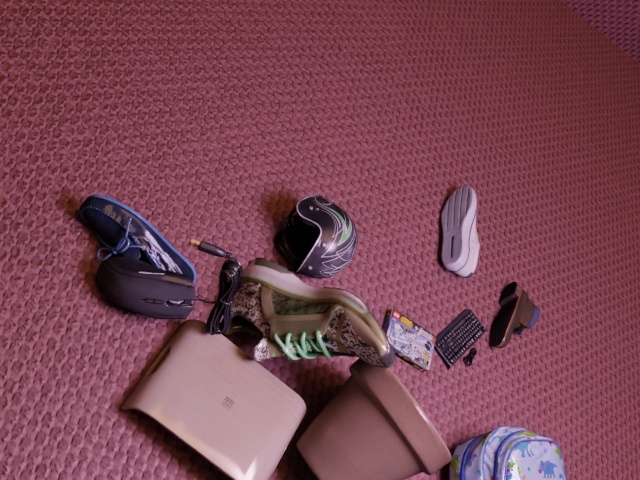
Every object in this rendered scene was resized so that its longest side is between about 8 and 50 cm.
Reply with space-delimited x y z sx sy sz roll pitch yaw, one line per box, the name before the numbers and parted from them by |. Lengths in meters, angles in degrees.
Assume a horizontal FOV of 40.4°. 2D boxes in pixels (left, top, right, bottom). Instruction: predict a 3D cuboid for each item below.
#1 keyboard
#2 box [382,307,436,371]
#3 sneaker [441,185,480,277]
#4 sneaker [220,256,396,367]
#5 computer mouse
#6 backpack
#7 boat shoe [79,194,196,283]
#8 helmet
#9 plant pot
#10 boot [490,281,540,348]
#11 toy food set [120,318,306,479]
keyboard | 0.347 0.247 2.110 0.180 0.023 0.108 -34 91 -43
box | 0.201 0.230 1.998 0.137 0.027 0.094 34 52 -20
sneaker | 0.363 -0.019 2.230 0.091 0.094 0.258 42 50 -38
sneaker | -0.037 0.181 1.644 0.182 0.410 0.158 -48 134 -25
computer mouse | -0.271 0.072 1.558 0.262 0.184 0.060 20 27 -4
backpack | 0.410 0.580 1.857 0.290 0.273 0.356 9 50 -28
boat shoe | -0.343 0.018 1.621 0.258 0.109 0.089 38 53 -14
helmet | 0.000 0.000 1.866 0.169 0.169 0.161 -20 65 -43
plant pot | 0.083 0.380 1.673 0.229 0.263 0.263 -35 91 -7
boot | 0.504 0.210 2.215 0.106 0.082 0.219 39 47 -13
toy food set | -0.190 0.317 1.612 0.306 0.092 0.220 38 49 -6
